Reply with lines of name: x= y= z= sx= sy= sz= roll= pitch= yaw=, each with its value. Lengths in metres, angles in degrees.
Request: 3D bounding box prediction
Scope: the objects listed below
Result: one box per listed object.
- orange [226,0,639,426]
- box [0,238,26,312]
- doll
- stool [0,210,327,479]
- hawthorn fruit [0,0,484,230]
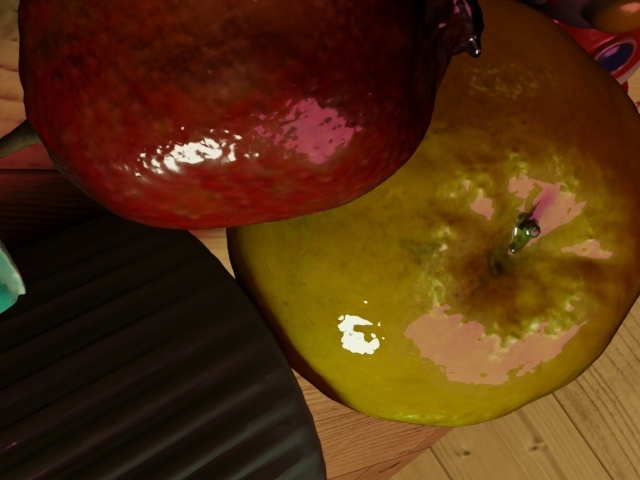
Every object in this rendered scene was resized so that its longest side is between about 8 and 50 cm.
orange: x=0.071 y=-0.020 z=0.927 sx=0.279 sy=0.279 sz=0.235 roll=-30 pitch=-158 yaw=-12
box: x=-0.281 y=0.004 z=0.464 sx=0.311 sy=0.205 sz=0.118 roll=-31 pitch=161 yaw=-6
doll: x=0.198 y=-0.167 z=1.006 sx=0.200 sy=0.105 sz=0.336 roll=-19 pitch=160 yaw=-14
stool: x=-0.198 y=0.156 z=0.898 sx=0.330 sy=0.297 sz=0.297 roll=-30 pitch=163 yaw=-26
hawthorn fruit: x=-0.055 y=-0.094 z=0.684 sx=0.251 sy=0.189 sz=0.189 roll=-17 pitch=166 yaw=13
